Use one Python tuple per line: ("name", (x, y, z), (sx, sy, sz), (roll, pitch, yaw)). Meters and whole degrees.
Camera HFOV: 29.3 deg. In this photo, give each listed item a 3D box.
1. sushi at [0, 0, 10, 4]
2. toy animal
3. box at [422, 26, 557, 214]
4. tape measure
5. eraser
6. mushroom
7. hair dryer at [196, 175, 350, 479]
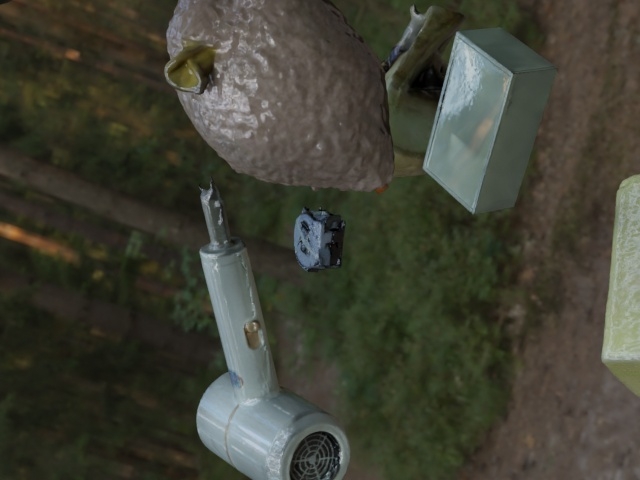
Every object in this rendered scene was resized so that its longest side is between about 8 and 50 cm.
("sushi", (-0.346, -0.407, 1.294), (0.294, 0.299, 0.281), (-23, 9, 21))
("toy animal", (-0.051, -0.188, 1.478), (0.226, 0.358, 0.188), (-38, -2, -6))
("box", (0.235, -0.168, 1.719), (0.129, 0.086, 0.225), (48, 137, 41))
("tape measure", (-0.001, 0.001, 1.684), (0.094, 0.054, 0.091), (-160, 69, -63))
("eraser", (0.287, 0.041, 1.040), (0.058, 0.117, 0.172), (-5, 64, 34))
("mushroom", (0.144, -0.211, 1.974), (0.217, 0.212, 0.292), (-36, 33, 65))
("hair dryer", (-0.079, 0.102, 1.306), (0.173, 0.107, 0.357), (18, 127, 53))
